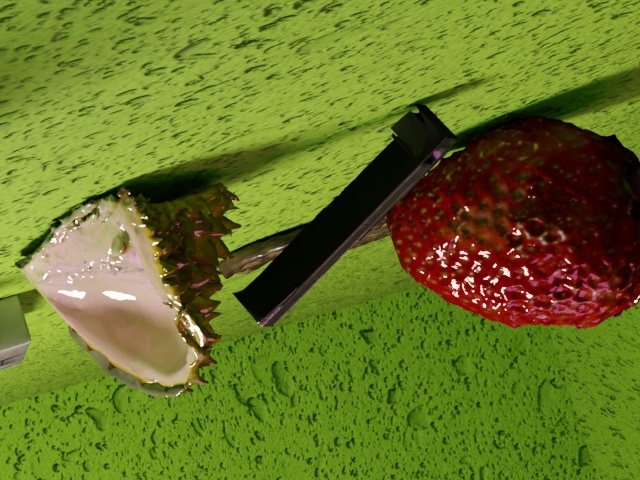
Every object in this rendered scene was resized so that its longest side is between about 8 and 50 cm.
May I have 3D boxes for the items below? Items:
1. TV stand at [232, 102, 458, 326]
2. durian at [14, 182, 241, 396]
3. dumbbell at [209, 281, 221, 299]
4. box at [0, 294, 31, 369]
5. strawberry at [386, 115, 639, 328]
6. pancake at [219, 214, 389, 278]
[{"bbox_3d":[0.020,-0.022,1.660,0.256,0.049,0.040,-45,165,16],"label":"TV stand"},{"bbox_3d":[-0.168,0.059,1.707,0.185,0.196,0.305,-21,176,-40],"label":"durian"},{"bbox_3d":[-0.219,0.109,2.503,0.110,0.110,0.254,-12,165,-46],"label":"dumbbell"},{"bbox_3d":[-0.441,0.132,2.181,0.149,0.067,0.233,-14,173,-15],"label":"box"},{"bbox_3d":[0.219,-0.014,1.943,0.288,0.238,0.250,-7,169,-3],"label":"strawberry"},{"bbox_3d":[0.000,0.000,2.429,0.288,0.033,0.286,-17,176,-1],"label":"pancake"}]
